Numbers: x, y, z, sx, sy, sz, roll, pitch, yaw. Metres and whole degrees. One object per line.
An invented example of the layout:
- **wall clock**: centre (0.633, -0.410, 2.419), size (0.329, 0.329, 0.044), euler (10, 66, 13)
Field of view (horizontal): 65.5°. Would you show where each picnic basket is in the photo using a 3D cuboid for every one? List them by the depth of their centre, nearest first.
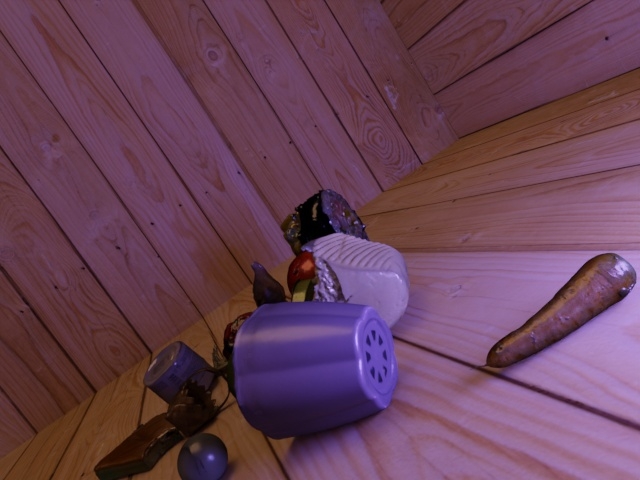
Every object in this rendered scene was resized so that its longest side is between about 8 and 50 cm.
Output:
- **picnic basket**: centre (-0.332, 0.433, 1.379), size (0.178, 0.128, 0.138), euler (-50, 12, -1)

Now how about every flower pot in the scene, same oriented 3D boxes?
- **flower pot**: centre (0.003, 0.229, 0.949), size (0.243, 0.265, 0.265), euler (-18, 15, 28)

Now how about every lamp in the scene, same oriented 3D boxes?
- **lamp**: centre (-0.243, 0.453, 1.027), size (0.105, 0.105, 0.105), euler (-32, 8, 5)

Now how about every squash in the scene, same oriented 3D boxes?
- **squash**: centre (-0.023, 0.205, 1.303), size (0.041, 0.219, 0.219), euler (-7, 16, 15)

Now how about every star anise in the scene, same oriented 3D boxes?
- **star anise**: centre (-0.125, 0.219, 1.403), size (0.109, 0.292, 0.349), euler (-17, 41, -11)

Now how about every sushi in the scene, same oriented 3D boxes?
- **sushi**: centre (0.000, 0.000, 1.891), size (0.285, 0.328, 0.329), euler (-29, 3, 24)

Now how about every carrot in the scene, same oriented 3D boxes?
- **carrot**: centre (0.364, 0.127, 0.786), size (0.298, 0.078, 0.078), euler (-36, 8, 0)

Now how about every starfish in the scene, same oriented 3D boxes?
- **starfish**: centre (-0.351, 0.430, 1.717), size (0.176, 0.053, 0.208), euler (-21, 33, 51)

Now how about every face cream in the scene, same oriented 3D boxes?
- **face cream**: centre (-0.461, 0.439, 1.622), size (0.177, 0.153, 0.177), euler (-36, 22, 17)

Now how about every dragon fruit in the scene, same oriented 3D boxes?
- **dragon fruit**: centre (-0.222, 0.316, 1.553), size (0.182, 0.188, 0.182), euler (-4, 31, 2)

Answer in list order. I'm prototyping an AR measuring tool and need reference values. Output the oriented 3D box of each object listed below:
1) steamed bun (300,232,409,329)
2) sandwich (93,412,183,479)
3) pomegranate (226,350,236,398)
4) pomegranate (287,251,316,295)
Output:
- **steamed bun**: centre (0.085, 0.142, 1.262), size (0.274, 0.272, 0.290), euler (12, 21, 12)
- **sandwich**: centre (-0.507, 0.589, 1.376), size (0.245, 0.063, 0.212), euler (-38, 11, -24)
- **pomegranate**: centre (-0.113, 0.314, 1.183), size (0.224, 0.181, 0.181), euler (3, 29, 36)
- **pomegranate**: centre (0.002, 0.128, 1.662), size (0.235, 0.210, 0.210), euler (-8, -1, -22)
